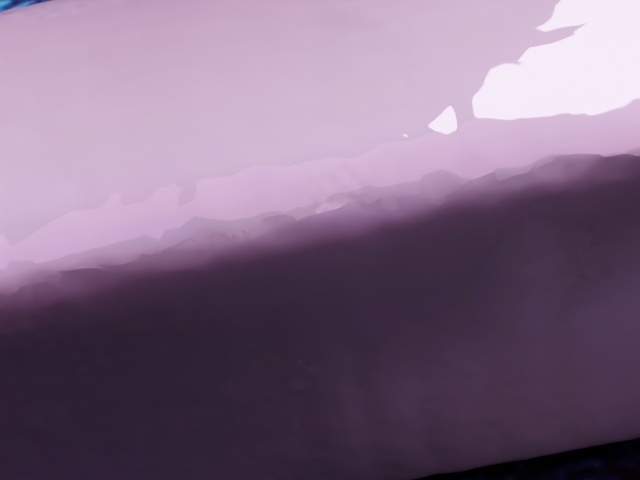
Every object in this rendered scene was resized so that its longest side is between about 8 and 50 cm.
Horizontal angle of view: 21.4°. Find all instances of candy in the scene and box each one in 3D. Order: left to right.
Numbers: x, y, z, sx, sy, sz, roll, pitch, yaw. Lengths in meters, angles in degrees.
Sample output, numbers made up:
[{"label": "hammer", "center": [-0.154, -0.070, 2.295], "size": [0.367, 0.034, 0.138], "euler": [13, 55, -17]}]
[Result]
[{"label": "candy", "center": [0.000, 0.000, 0.691], "size": [0.359, 0.208, 0.145], "euler": [-11, 49, 2]}]
